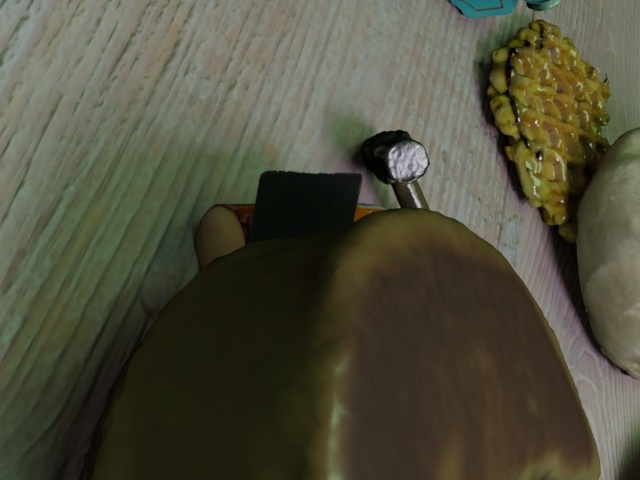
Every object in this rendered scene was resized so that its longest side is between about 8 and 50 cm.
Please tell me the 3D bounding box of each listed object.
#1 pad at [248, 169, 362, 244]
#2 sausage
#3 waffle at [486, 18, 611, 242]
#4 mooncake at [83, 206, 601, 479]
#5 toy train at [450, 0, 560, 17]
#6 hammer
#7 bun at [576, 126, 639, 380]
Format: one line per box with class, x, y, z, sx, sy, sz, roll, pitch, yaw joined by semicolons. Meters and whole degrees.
pad;-0.022;0.035;0.767;0.116;0.004;0.193;-4;111;-44
sausage;0.000;0.000;0.830;0.234;0.071;0.071;-3;77;-44
waffle;0.318;-0.146;1.204;0.281;0.058;0.301;-24;94;-46
mooncake;0.035;0.182;0.645;0.394;0.246;0.393;38;50;-43
toy train;0.215;-0.368;1.096;0.112;0.163;0.203;-63;141;-38
hammer;0.138;0.058;0.938;0.043;0.111;0.365;-26;102;-5
bun;0.480;0.019;1.144;0.359;0.211;0.360;-4;95;-46
